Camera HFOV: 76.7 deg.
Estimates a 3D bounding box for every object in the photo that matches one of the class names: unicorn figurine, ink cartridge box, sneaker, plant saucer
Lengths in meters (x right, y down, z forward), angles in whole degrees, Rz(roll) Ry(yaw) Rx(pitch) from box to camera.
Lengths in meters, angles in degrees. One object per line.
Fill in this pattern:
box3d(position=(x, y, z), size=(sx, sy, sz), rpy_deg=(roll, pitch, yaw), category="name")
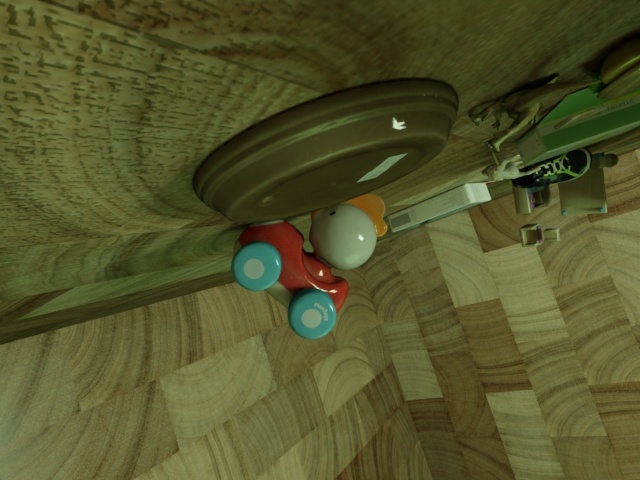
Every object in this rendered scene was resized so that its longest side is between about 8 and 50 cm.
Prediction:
box3d(position=(0.382, -0.149, 0.828), size=(0.111, 0.060, 0.162), rpy_deg=(-19, 175, 0), category="unicorn figurine")
box3d(position=(0.413, -0.113, 1.334), size=(0.261, 0.066, 0.296), rpy_deg=(-12, 173, -44), category="ink cartridge box")
box3d(position=(0.678, -0.201, 1.207), size=(0.097, 0.084, 0.235), rpy_deg=(-14, 174, -31), category="sneaker")
box3d(position=(0.011, -0.074, 0.423), size=(0.278, 0.041, 0.278), rpy_deg=(-18, 174, -2), category="plant saucer")
box3d(position=(0.419, -0.185, 0.611), size=(0.171, 0.056, 0.235), rpy_deg=(-18, 177, 10), category="ink cartridge box")

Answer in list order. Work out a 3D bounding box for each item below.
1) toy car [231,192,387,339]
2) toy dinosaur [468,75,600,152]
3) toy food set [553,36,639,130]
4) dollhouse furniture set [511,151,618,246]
box3d(position=(0.000, 0.000, 0.680), size=(0.238, 0.210, 0.219), rpy_deg=(-47, -173, 4), category="toy car")
box3d(position=(0.212, -0.142, 0.428), size=(0.093, 0.053, 0.183), rpy_deg=(-36, 177, 19), category="toy dinosaur")
box3d(position=(0.333, -0.188, 0.398), size=(0.133, 0.038, 0.192), rpy_deg=(-23, 171, -35), category="toy food set")
box3d(position=(0.866, -0.140, 1.394), size=(0.198, 0.286, 0.304), rpy_deg=(-14, -175, -40), category="dollhouse furniture set")
